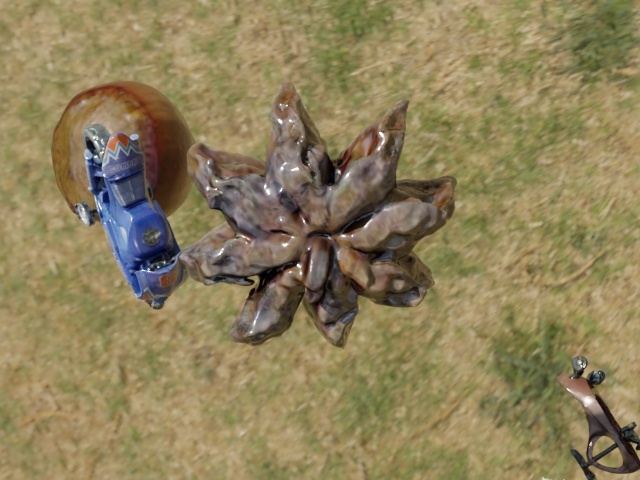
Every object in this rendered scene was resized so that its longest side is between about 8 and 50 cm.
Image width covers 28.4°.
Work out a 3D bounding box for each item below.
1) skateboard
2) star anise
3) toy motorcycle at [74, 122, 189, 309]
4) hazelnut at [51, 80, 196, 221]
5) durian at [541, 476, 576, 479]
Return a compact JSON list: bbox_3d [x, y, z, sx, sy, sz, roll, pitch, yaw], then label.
[{"bbox_3d":[0.323,0.217,1.491,0.080,0.067,0.151,-38,51,14],"label":"skateboard"},{"bbox_3d":[0.000,0.001,1.022,0.223,0.109,0.236,4,120,-10],"label":"star anise"},{"bbox_3d":[-0.181,-0.016,1.231,0.114,0.076,0.205,24,135,58],"label":"toy motorcycle"},{"bbox_3d":[-0.242,-0.111,1.650,0.208,0.208,0.208,8,108,26],"label":"hazelnut"},{"bbox_3d":[0.257,0.275,1.212,0.066,0.052,0.130,-23,100,39],"label":"durian"}]
